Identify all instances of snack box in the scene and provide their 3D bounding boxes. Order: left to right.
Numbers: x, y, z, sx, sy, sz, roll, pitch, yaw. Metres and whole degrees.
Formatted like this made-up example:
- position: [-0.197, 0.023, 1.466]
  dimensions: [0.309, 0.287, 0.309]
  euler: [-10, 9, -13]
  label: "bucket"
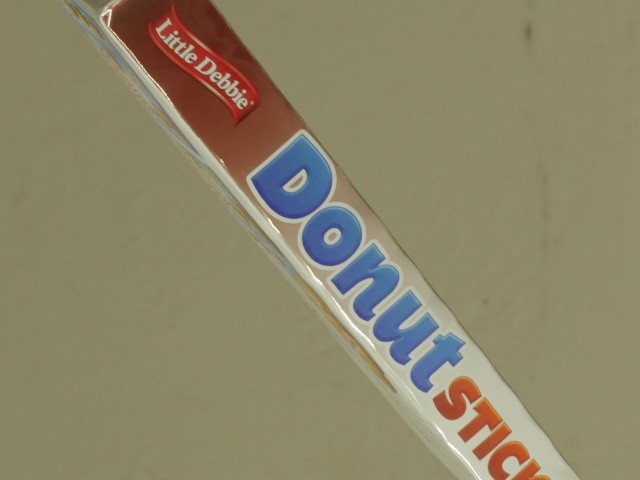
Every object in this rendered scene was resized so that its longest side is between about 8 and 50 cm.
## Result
- position: [0.000, 0.000, 0.420]
  dimensions: [0.022, 0.178, 0.064]
  euler: [-41, -147, -4]
  label: "snack box"
